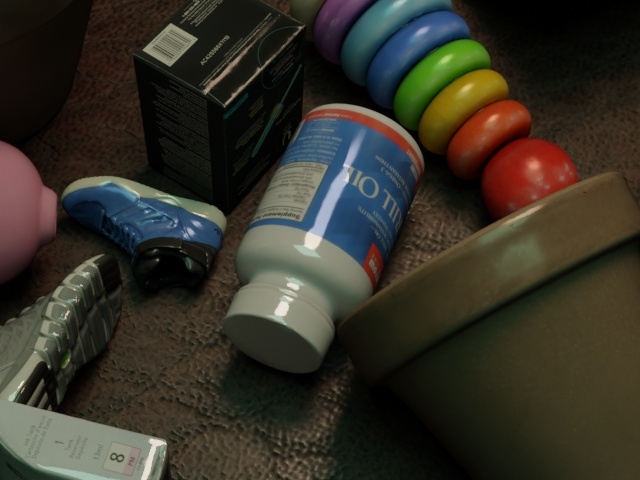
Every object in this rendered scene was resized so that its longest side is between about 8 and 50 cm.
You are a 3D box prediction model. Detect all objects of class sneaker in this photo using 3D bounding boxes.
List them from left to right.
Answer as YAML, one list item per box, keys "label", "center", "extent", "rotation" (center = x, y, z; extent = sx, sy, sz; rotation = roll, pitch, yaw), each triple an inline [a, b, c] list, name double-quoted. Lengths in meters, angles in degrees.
- label: "sneaker"
  center: [-0.260, 0.077, 1.182]
  extent: [0.132, 0.086, 0.229]
  rotation: [6, 32, 15]
- label: "sneaker"
  center: [-0.166, -0.003, 1.268]
  extent: [0.152, 0.058, 0.085]
  rotation: [14, 50, -1]

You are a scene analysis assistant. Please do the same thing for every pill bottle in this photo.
- label: "pill bottle"
  center: [0.000, 0.000, 1.235]
  extent: [0.124, 0.124, 0.221]
  rotation: [19, 61, 9]

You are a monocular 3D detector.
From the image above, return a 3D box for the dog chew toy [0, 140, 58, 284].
- label: "dog chew toy"
  center: [-0.392, -0.031, 1.205]
  extent: [0.331, 0.207, 0.207]
  rotation: [3, 58, -9]

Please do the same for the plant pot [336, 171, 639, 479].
- label: "plant pot"
  center: [0.181, 0.105, 1.128]
  extent: [0.263, 0.263, 0.229]
  rotation: [-27, 81, -17]

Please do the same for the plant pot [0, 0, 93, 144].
- label: "plant pot"
  center: [-0.330, -0.235, 1.276]
  extent: [0.323, 0.280, 0.323]
  rotation: [1, 59, -1]

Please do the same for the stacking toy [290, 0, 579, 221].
- label: "stacking toy"
  center: [0.115, -0.136, 1.331]
  extent: [0.141, 0.141, 0.330]
  rotation: [-30, 71, -19]

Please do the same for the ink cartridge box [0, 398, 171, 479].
- label: "ink cartridge box"
  center: [-0.226, 0.188, 1.076]
  extent: [0.232, 0.189, 0.066]
  rotation: [11, 54, 4]

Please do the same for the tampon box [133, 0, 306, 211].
- label: "tampon box"
  center: [-0.089, -0.131, 1.290]
  extent: [0.101, 0.161, 0.120]
  rotation: [32, 61, 17]
